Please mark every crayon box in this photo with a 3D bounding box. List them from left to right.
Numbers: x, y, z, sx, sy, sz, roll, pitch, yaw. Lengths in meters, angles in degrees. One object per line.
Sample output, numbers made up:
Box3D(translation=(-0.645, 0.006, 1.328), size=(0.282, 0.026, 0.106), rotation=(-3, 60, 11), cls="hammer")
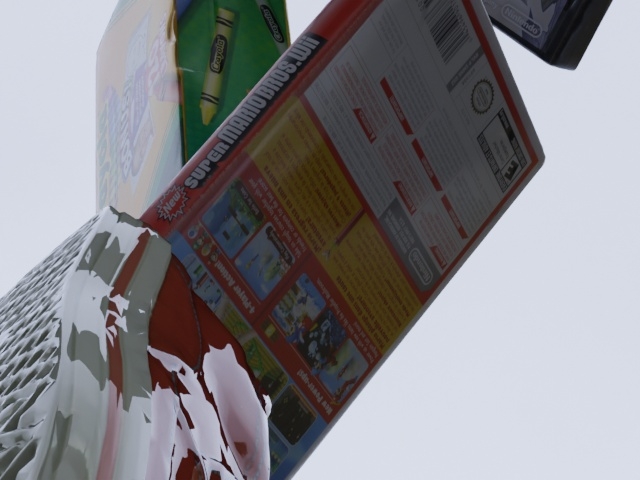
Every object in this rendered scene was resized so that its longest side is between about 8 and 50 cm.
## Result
Box3D(translation=(-0.084, -0.074, 1.024), size=(0.081, 0.165, 0.278), rotation=(12, -133, -21), cls="crayon box")

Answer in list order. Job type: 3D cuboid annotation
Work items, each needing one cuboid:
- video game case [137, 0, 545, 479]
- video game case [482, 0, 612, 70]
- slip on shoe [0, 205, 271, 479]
Box3D(translation=(0.000, 0.000, 0.805), size=(0.025, 0.204, 0.285), rotation=(29, -108, 37), cls="video game case")
Box3D(translation=(0.122, -0.283, 1.025), size=(0.275, 0.035, 0.248), rotation=(43, -65, 37), cls="video game case")
Box3D(translation=(-0.061, 0.084, 0.385), size=(0.123, 0.331, 0.101), rotation=(-41, -78, 11), cls="slip on shoe")
